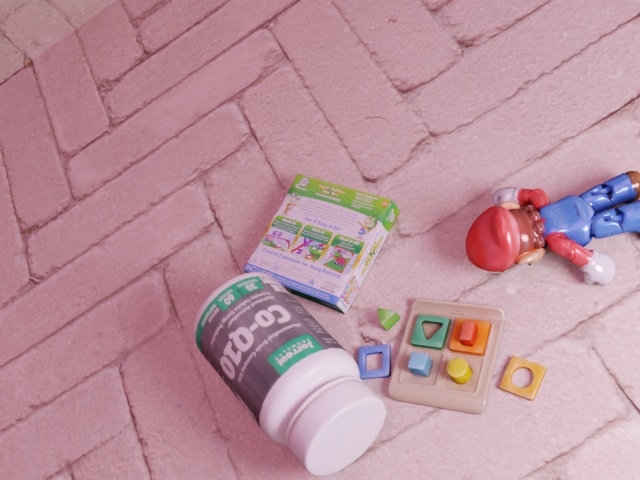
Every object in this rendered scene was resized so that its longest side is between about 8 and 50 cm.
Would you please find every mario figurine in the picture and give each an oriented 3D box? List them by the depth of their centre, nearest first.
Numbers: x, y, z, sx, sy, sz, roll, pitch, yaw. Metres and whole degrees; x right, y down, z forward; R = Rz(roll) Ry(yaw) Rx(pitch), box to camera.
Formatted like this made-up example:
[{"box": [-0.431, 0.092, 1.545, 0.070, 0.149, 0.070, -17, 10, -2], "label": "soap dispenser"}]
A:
[{"box": [0.417, -0.014, 1.429, 0.320, 0.170, 0.198, -14, 19, 7], "label": "mario figurine"}]

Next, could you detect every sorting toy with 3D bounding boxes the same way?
[{"box": [0.221, 0.196, 1.425, 0.348, 0.047, 0.196, 4, 64, 29], "label": "sorting toy"}]

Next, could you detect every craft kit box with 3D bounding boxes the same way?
[{"box": [0.000, 0.000, 1.653, 0.250, 0.061, 0.246, 19, 75, 34], "label": "craft kit box"}]

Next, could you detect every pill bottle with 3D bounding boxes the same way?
[{"box": [-0.059, 0.234, 1.449, 0.204, 0.204, 0.361, -46, 52, -4], "label": "pill bottle"}]
